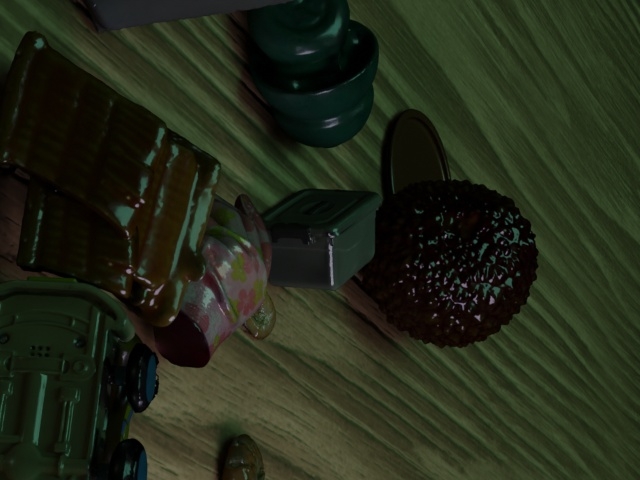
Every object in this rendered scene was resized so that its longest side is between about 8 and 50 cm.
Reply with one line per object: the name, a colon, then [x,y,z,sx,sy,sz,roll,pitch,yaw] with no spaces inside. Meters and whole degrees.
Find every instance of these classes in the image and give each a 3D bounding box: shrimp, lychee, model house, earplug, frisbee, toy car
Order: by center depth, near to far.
toy car: [-0.239,0.174,1.318,0.198,0.204,0.248,77,16,-70]
model house: [-0.226,-0.059,1.377,0.229,0.219,0.199,30,80,-49]
shrimp: [-0.085,0.315,1.714,0.099,0.041,0.180,36,49,-74]
shrimp: [-0.083,0.076,1.789,0.059,0.023,0.108,-60,135,-38]
earplug: [-0.003,-0.258,1.894,0.257,0.163,0.280,-79,165,-54]
lychee: [0.182,0.044,2.098,0.271,0.271,0.271,26,61,-59]
frisbee: [0.155,-0.080,2.299,0.251,0.021,0.251,27,58,-58]

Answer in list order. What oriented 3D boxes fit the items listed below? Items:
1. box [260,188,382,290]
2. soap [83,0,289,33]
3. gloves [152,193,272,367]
box: [0.000,0.000,1.873,0.172,0.124,0.093,-36,126,-59]
soap: [-0.041,-0.405,1.546,0.350,0.435,0.213,-72,149,-47]
gloves: [-0.111,0.029,1.642,0.145,0.126,0.241,59,43,-30]
